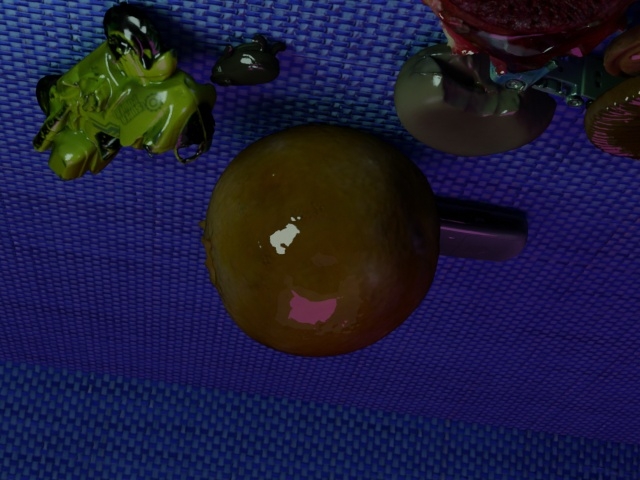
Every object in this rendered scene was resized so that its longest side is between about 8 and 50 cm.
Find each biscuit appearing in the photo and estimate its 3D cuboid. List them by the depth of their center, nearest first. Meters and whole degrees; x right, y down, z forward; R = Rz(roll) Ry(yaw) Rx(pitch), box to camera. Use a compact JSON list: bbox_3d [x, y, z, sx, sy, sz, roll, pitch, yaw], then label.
[{"bbox_3d":[0.390,-0.209,1.889,0.142,0.029,0.220,-10,170,20],"label":"biscuit"},{"bbox_3d":[0.470,-0.153,1.996,0.318,0.040,0.318,-6,165,-2],"label":"biscuit"}]

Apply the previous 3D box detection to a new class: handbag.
[{"bbox_3d":[-0.097,-0.216,2.091,0.072,0.047,0.111,16,160,-40],"label":"handbag"}]

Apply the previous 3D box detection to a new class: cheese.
[{"bbox_3d":[0.174,-0.173,2.061,0.175,0.091,0.202,-9,156,34],"label":"cheese"}]

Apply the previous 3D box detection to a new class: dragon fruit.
[{"bbox_3d":[0.222,-0.234,1.810,0.274,0.126,0.161,6,161,5],"label":"dragon fruit"}]

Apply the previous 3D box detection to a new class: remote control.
[{"bbox_3d":[0.165,-0.022,2.554,0.296,0.056,0.140,8,163,-8],"label":"remote control"}]

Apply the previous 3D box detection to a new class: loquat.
[{"bbox_3d":[0.000,0.000,2.286,0.328,0.328,0.328,6,161,2],"label":"loquat"}]

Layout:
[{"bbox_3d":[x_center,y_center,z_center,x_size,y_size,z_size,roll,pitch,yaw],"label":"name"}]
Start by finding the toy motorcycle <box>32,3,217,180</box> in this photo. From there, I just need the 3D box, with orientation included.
[{"bbox_3d":[-0.244,-0.169,2.140,0.206,0.142,0.342,57,147,-4],"label":"toy motorcycle"}]

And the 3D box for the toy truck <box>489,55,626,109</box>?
[{"bbox_3d":[0.289,-0.202,1.970,0.175,0.067,0.081,15,159,-22],"label":"toy truck"}]
